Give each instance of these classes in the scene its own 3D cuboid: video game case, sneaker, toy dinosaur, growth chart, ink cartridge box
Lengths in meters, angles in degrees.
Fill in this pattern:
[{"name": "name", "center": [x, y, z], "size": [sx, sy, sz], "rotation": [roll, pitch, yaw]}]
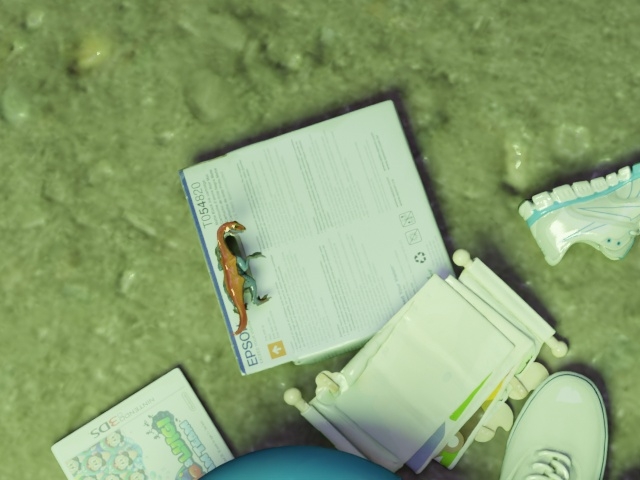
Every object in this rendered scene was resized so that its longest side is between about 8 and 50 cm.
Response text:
[{"name": "video game case", "center": [-0.153, 0.221, 1.388], "size": [0.143, 0.019, 0.157], "rotation": [-32, 75, -5]}, {"name": "sneaker", "center": [0.291, -0.027, 1.413], "size": [0.190, 0.071, 0.083], "rotation": [-20, 80, 6]}, {"name": "toy dinosaur", "center": [-0.075, 0.026, 1.365], "size": [0.047, 0.090, 0.082], "rotation": [-19, 118, 9]}, {"name": "growth chart", "center": [0.106, 0.127, 1.367], "size": [0.237, 0.021, 0.172], "rotation": [-41, 104, -9]}, {"name": "ink cartridge box", "center": [0.000, 0.000, 1.427], "size": [0.224, 0.045, 0.223], "rotation": [-17, 75, -1]}, {"name": "sneaker", "center": [0.199, 0.238, 1.324], "size": [0.094, 0.091, 0.258], "rotation": [17, 77, 7]}]

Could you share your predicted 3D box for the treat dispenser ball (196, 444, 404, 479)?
[{"name": "treat dispenser ball", "center": [-0.017, 0.313, 1.215], "size": [0.288, 0.288, 0.288], "rotation": [-1, 74, 3]}]
